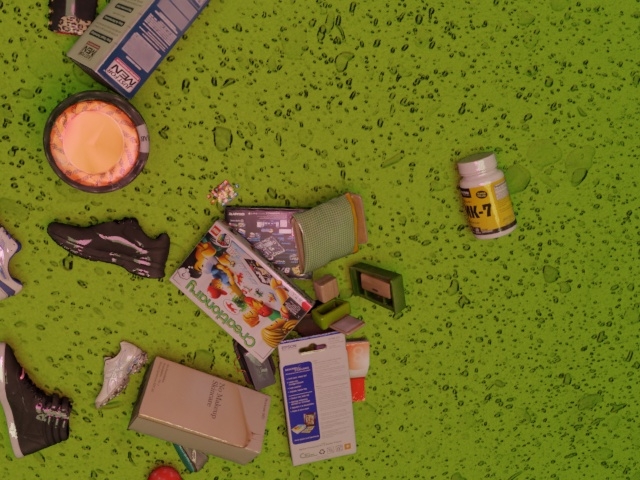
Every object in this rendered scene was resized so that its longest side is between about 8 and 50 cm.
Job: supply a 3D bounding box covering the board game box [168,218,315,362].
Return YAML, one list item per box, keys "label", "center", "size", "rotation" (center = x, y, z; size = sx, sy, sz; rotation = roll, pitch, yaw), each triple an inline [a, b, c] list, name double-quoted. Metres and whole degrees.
- label: "board game box"
  center: [-0.188, 0.120, 1.710]
  size: [0.305, 0.053, 0.193]
  rotation: [41, 103, 2]

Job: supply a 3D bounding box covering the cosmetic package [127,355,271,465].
- label: "cosmetic package"
  center: [-0.290, 0.417, 1.741]
  size: [0.309, 0.113, 0.160]
  rotation: [22, 50, -17]

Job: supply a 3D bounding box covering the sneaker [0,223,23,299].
- label: "sneaker"
  center: [-0.748, -0.008, 1.605]
  size: [0.130, 0.112, 0.297]
  rotation: [-11, 104, -30]

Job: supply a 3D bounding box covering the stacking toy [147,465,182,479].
- label: "stacking toy"
  center: [-0.443, 0.724, 1.793]
  size: [0.141, 0.141, 0.330]
  rotation: [29, 86, -17]

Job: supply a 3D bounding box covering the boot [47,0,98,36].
- label: "boot"
  center: [-0.589, -0.548, 1.547]
  size: [0.236, 0.085, 0.179]
  rotation: [9, 100, -16]

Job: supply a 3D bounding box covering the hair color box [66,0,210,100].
- label: "hair color box"
  center: [-0.374, -0.483, 1.543]
  size: [0.347, 0.174, 0.105]
  rotation: [-52, 135, -6]

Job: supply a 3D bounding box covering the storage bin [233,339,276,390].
- label: "storage bin"
  center: [-0.166, 0.310, 1.801]
  size: [0.098, 0.091, 0.135]
  rotation: [-20, 103, -10]

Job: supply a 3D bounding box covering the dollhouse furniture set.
- label: "dollhouse furniture set"
  center: [0.069, 0.055, 1.706]
  size: [0.197, 0.151, 0.302]
  rotation: [-27, 120, -32]

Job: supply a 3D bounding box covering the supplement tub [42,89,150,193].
- label: "supplement tub"
  center: [-0.465, -0.210, 1.505]
  size: [0.207, 0.338, 0.207]
  rotation: [-3, 101, -14]

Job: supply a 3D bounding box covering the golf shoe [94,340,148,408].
- label: "golf shoe"
  center: [-0.503, 0.325, 1.743]
  size: [0.086, 0.069, 0.176]
  rotation: [39, 86, 3]

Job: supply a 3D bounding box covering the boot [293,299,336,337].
- label: "boot"
  center: [-0.048, 0.228, 1.822]
  size: [0.219, 0.082, 0.106]
  rotation: [-18, 101, -12]

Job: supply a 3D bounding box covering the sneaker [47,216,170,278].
- label: "sneaker"
  center: [-0.488, -0.003, 1.670]
  size: [0.286, 0.109, 0.130]
  rotation: [19, 85, -23]

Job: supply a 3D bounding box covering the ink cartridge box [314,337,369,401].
- label: "ink cartridge box"
  center: [0.055, 0.351, 1.890]
  size: [0.145, 0.045, 0.180]
  rotation: [-3, 98, -13]

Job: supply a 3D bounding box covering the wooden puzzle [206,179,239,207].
- label: "wooden puzzle"
  center: [-0.235, -0.115, 1.753]
  size: [0.083, 0.006, 0.049]
  rotation: [-40, 106, -5]

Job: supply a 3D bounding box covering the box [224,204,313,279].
- label: "box"
  center: [-0.125, 0.004, 1.753]
  size: [0.220, 0.051, 0.175]
  rotation: [1, 100, 0]

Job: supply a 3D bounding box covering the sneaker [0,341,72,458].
- label: "sneaker"
  center: [-0.669, 0.361, 1.681]
  size: [0.146, 0.104, 0.296]
  rotation: [-11, 108, -14]

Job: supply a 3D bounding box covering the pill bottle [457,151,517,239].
- label: "pill bottle"
  center: [0.431, -0.118, 1.863]
  size: [0.119, 0.119, 0.209]
  rotation: [-21, 104, -10]

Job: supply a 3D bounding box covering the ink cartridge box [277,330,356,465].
- label: "ink cartridge box"
  center: [-0.010, 0.399, 1.841]
  size: [0.175, 0.069, 0.371]
  rotation: [-9, 112, -9]

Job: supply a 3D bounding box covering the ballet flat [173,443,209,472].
- label: "ballet flat"
  center: [-0.355, 0.490, 1.806]
  size: [0.068, 0.072, 0.213]
  rotation: [-41, 110, -33]
